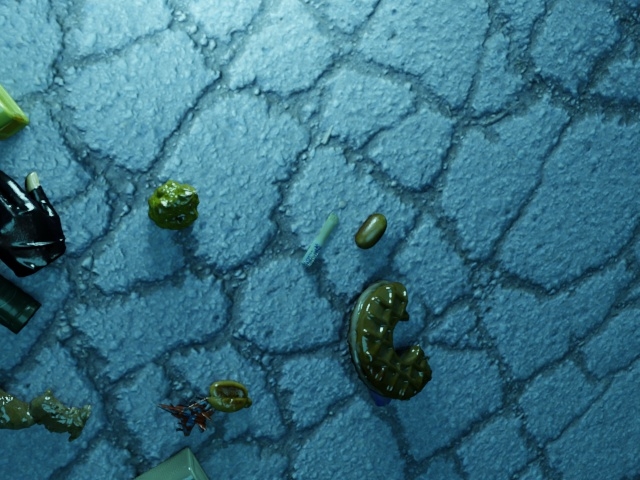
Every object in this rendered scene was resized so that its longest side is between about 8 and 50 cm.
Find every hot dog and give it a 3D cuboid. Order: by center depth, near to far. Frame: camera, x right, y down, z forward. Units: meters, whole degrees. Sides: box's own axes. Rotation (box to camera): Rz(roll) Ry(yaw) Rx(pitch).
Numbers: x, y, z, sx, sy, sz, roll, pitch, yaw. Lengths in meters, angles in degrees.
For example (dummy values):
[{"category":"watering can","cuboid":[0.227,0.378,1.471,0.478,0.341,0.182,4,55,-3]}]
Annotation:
[{"category":"hot dog","cuboid":[-0.263,0.458,1.572,0.140,0.060,0.090,7,71,-23]}]

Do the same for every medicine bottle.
[{"category":"medicine bottle","cuboid":[0.161,0.407,1.680,0.059,0.059,0.231,-23,102,-11]}]

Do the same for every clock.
[{"category":"clock","cuboid":[-0.786,-0.317,1.265,0.096,0.202,0.143,-35,104,-10]}]

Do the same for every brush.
[{"category":"brush","cuboid":[0.000,0.000,1.605,0.033,0.030,0.179,32,88,-6]}]

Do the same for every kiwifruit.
[{"category":"kiwifruit","cuboid":[0.153,-0.026,1.617,0.075,0.075,0.124,43,81,-15]}]

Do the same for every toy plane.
[{"category":"toy plane","cuboid":[-0.390,0.492,1.535,0.189,0.061,0.130,33,88,-30]}]

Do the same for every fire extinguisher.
[{"category":"fire extinguisher","cuboid":[-0.863,0.101,1.355,0.311,0.095,0.115,41,50,-17]}]

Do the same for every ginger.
[{"category":"ginger","cuboid":[-0.768,0.452,1.423,0.289,0.084,0.122,21,97,-16]}]

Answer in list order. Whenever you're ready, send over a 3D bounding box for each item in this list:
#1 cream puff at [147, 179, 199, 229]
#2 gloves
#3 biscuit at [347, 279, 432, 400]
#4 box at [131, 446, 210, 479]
[{"category":"cream puff","cuboid":[-0.391,-0.091,1.445,0.146,0.116,0.147,-2,97,-18]},{"category":"gloves","cuboid":[-0.762,-0.064,1.345,0.301,0.152,0.197,49,55,-1]},{"category":"biscuit","cuboid":[0.202,0.319,1.612,0.268,0.115,0.367,-27,99,-41]},{"category":"box","cuboid":[-0.443,0.831,1.512,0.343,0.177,0.352,-30,102,-11]}]
